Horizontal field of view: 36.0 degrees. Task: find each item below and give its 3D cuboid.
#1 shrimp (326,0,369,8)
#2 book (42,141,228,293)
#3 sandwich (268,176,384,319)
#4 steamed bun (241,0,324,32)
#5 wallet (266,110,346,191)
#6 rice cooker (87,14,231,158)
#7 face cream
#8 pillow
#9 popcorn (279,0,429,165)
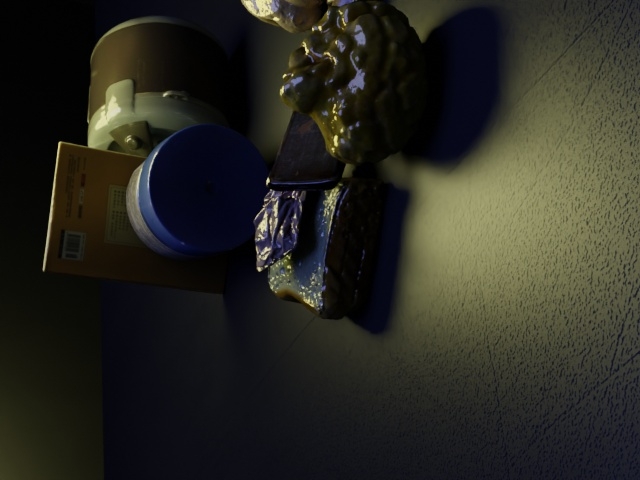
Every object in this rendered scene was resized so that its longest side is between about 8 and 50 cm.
[{"bbox_3d":[0.040,-0.377,1.633,0.152,0.062,0.287,-101,26,-60],"label":"shrimp"},{"bbox_3d":[-0.363,-0.041,2.022,0.032,0.388,0.269,-9,74,60],"label":"book"},{"bbox_3d":[-0.001,0.000,1.559,0.251,0.087,0.226,-165,83,-66],"label":"sandwich"},{"bbox_3d":[-0.051,-0.444,1.758,0.172,0.140,0.155,-64,34,29],"label":"steamed bun"},{"bbox_3d":[0.001,-0.167,1.523,0.031,0.121,0.232,64,-145,-47],"label":"wallet"},{"bbox_3d":[-0.355,-0.287,2.179,0.335,0.335,0.325,133,138,-53],"label":"rice cooker"},{"bbox_3d":[-0.247,-0.090,1.944,0.225,0.249,0.249,168,108,-65],"label":"face cream"},{"bbox_3d":[-0.054,-0.077,1.561,0.135,0.049,0.248,-37,33,55],"label":"pillow"},{"bbox_3d":[0.045,-0.221,1.387,0.200,0.203,0.226,-105,23,-54],"label":"popcorn"}]
